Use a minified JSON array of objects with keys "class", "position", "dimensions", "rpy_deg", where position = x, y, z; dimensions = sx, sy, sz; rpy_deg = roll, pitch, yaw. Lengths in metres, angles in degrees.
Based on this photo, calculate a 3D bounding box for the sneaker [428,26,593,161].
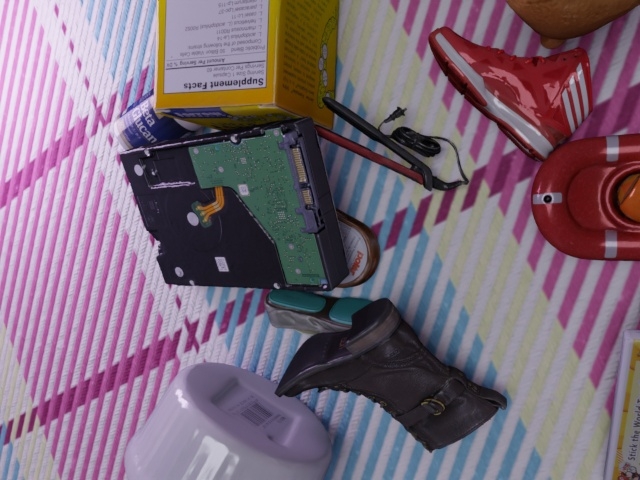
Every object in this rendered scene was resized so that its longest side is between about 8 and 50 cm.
[{"class":"sneaker","position":[0.250,-0.218,0.711],"dimensions":[0.128,0.087,0.221],"rpy_deg":[-43,87,11]}]

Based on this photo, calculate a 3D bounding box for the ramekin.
[{"class":"ramekin","position":[-0.118,0.293,0.790],"dimensions":[0.277,0.277,0.135],"rpy_deg":[30,96,21]}]

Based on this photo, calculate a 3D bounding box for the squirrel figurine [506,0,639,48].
[{"class":"squirrel figurine","position":[0.252,-0.409,0.603],"dimensions":[0.397,0.281,0.370],"rpy_deg":[21,100,39]}]

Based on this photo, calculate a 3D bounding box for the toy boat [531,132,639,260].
[{"class":"toy boat","position":[0.357,-0.049,0.619],"dimensions":[0.231,0.151,0.150],"rpy_deg":[-1,91,24]}]

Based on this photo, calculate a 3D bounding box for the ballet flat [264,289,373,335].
[{"class":"ballet flat","position":[0.014,0.119,0.838],"dimensions":[0.213,0.072,0.068],"rpy_deg":[9,123,25]}]

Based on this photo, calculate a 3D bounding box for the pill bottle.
[{"class":"pill bottle","position":[-0.251,-0.209,0.921],"dimensions":[0.170,0.094,0.094],"rpy_deg":[-28,81,23]}]

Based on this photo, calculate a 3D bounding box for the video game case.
[{"class":"video game case","position":[0.436,0.206,0.610],"dimensions":[0.207,0.026,0.226],"rpy_deg":[3,116,20]}]

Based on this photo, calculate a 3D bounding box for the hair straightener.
[{"class":"hair straightener","position":[0.103,-0.140,0.756],"dimensions":[0.231,0.047,0.088],"rpy_deg":[27,94,2]}]

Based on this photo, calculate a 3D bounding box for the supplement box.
[{"class":"supplement box","position":[-0.096,-0.345,0.790],"dimensions":[0.194,0.195,0.356],"rpy_deg":[4,93,24]}]

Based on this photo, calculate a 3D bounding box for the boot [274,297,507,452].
[{"class":"boot","position":[0.086,0.214,0.763],"dimensions":[0.229,0.091,0.263],"rpy_deg":[45,125,-12]}]

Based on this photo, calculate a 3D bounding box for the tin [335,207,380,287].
[{"class":"tin","position":[0.000,0.000,0.848],"dimensions":[0.190,0.040,0.106],"rpy_deg":[30,108,20]}]

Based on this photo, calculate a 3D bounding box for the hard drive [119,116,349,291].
[{"class":"hard drive","position":[-0.135,-0.044,0.829],"dimensions":[0.339,0.064,0.236],"rpy_deg":[-2,113,35]}]
